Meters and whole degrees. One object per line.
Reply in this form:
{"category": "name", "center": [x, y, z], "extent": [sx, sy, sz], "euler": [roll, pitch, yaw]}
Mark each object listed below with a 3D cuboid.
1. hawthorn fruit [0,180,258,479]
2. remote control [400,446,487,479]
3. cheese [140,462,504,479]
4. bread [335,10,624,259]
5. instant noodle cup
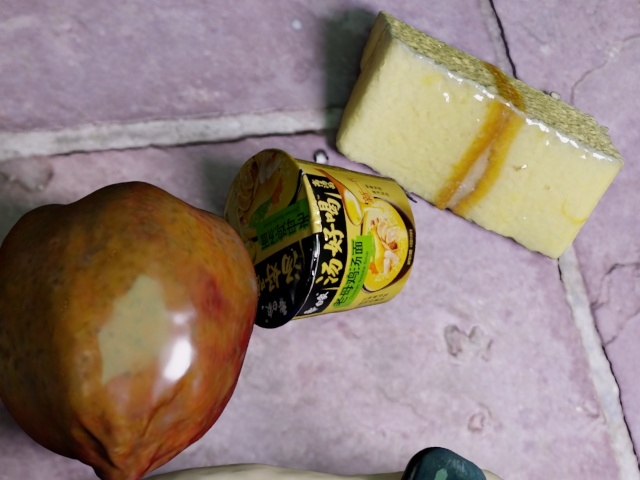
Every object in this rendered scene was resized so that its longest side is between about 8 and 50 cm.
{"category": "hawthorn fruit", "center": [-0.148, 0.088, 1.080], "extent": [0.208, 0.208, 0.248], "euler": [6, 64, -23]}
{"category": "remote control", "center": [0.071, 0.255, 1.064], "extent": [0.072, 0.042, 0.222], "euler": [31, 57, -15]}
{"category": "cheese", "center": [0.005, 0.335, 1.099], "extent": [0.351, 0.129, 0.328], "euler": [5, 68, -24]}
{"category": "bread", "center": [0.154, -0.106, 1.359], "extent": [0.266, 0.142, 0.178], "euler": [23, 78, -13]}
{"category": "instant noodle cup", "center": [0.000, 0.000, 1.229], "extent": [0.122, 0.151, 0.151], "euler": [3, 69, -37]}
